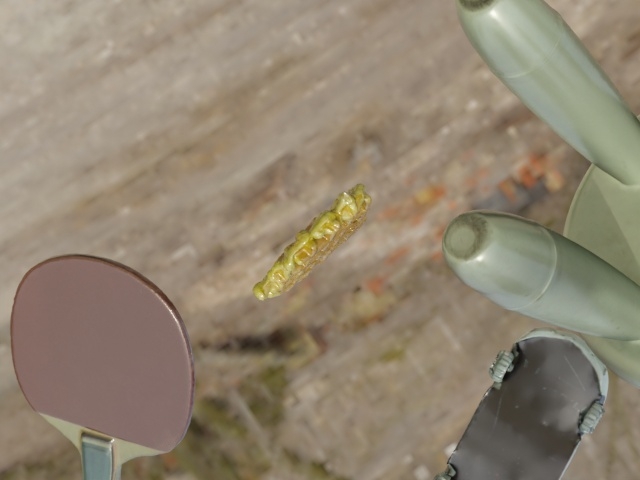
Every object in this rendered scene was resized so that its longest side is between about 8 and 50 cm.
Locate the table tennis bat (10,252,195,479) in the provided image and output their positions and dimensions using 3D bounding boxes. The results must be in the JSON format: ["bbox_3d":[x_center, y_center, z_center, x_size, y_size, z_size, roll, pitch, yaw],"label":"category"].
[{"bbox_3d":[-0.168,0.129,1.348,0.021,0.154,0.274,-52,152,-53],"label":"table tennis bat"}]

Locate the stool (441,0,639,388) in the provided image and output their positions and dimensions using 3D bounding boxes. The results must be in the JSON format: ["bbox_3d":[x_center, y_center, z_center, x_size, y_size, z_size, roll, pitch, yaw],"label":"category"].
[{"bbox_3d":[0.185,-0.038,0.901,0.195,0.195,0.198,-9,150,27],"label":"stool"}]

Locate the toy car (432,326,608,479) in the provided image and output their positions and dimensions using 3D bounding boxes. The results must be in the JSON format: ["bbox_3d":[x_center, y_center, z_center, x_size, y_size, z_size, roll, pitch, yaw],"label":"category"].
[{"bbox_3d":[0.161,0.164,1.413,0.205,0.095,0.056,-64,164,14],"label":"toy car"}]

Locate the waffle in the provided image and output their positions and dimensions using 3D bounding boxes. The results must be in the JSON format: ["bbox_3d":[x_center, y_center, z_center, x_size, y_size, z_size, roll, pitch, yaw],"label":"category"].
[{"bbox_3d":[-0.001,0.001,0.901,0.078,0.016,0.085,-43,173,6],"label":"waffle"}]
